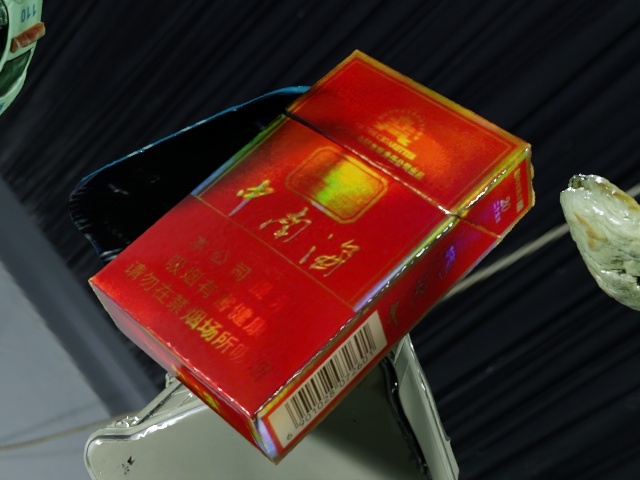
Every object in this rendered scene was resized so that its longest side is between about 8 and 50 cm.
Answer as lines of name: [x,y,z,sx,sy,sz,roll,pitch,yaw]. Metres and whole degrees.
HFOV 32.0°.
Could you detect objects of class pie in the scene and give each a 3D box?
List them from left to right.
pie: [0.380,0.009,1.434,0.201,0.090,0.248,54,2,42]

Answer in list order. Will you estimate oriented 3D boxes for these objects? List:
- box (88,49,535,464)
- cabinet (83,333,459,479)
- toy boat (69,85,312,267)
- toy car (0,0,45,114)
box: [-0.001,0.000,0.903,0.197,0.089,0.313,34,67,33]
cabinet: [-0.022,0.212,1.110,0.318,0.290,0.227,-45,115,-78]
toy boat: [-0.098,-0.070,1.111,0.092,0.299,0.134,-87,153,-61]
toy car: [-0.230,-0.157,0.801,0.058,0.186,0.093,20,30,6]
